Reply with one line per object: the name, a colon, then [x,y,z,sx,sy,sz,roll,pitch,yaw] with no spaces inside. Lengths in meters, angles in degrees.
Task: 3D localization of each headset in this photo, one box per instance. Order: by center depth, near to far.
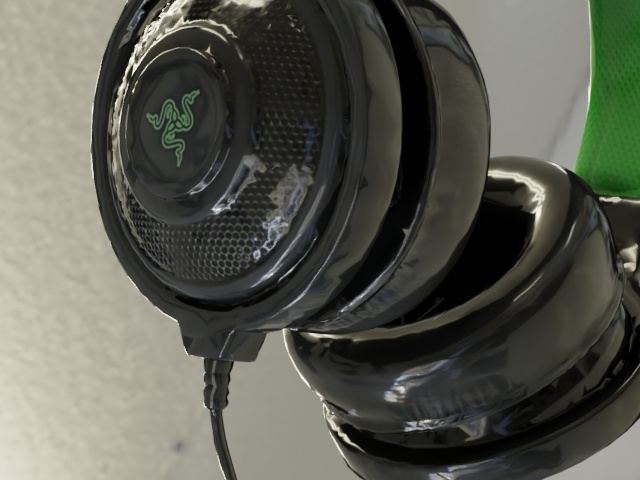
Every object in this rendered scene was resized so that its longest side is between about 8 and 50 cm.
headset: [0.000,0.000,0.700,0.243,0.185,0.394,43,-116,-40]
